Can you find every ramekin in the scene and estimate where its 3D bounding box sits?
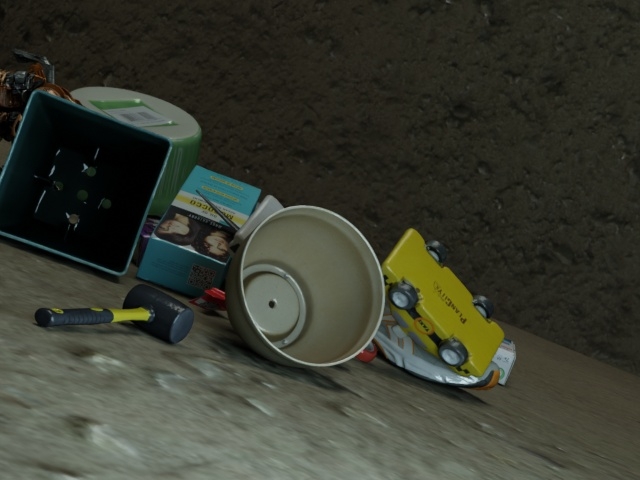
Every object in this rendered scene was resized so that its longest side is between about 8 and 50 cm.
[{"bbox_3d":[-0.374,-0.181,2.324,0.303,0.148,0.303,15,22,-6],"label":"ramekin"}]

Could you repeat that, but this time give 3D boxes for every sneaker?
[{"bbox_3d":[0.126,0.106,1.562,0.262,0.121,0.099,23,3,35],"label":"sneaker"}]

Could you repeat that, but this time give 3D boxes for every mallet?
[{"bbox_3d":[-0.171,0.068,1.034,0.062,0.039,0.190,24,8,16],"label":"mallet"}]

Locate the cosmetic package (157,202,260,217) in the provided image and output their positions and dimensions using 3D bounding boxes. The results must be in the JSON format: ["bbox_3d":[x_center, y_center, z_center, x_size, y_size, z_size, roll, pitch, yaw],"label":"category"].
[{"bbox_3d":[-0.268,-0.080,2.638,0.284,0.097,0.377,19,3,8],"label":"cosmetic package"}]

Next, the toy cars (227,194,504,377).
[{"bbox_3d":[0.048,0.068,1.413,0.394,0.176,0.087,12,-28,-36],"label":"toy cars"}]

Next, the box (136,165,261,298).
[{"bbox_3d":[-0.151,-0.013,1.550,0.100,0.060,0.244,21,25,-2],"label":"box"}]

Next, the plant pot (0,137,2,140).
[{"bbox_3d":[-0.587,-0.165,2.066,0.083,0.079,0.083,20,2,-1],"label":"plant pot"}]

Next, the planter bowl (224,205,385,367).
[{"bbox_3d":[-0.031,0.056,1.224,0.162,0.162,0.109,20,-23,-25],"label":"planter bowl"}]

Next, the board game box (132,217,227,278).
[{"bbox_3d":[-0.108,0.024,1.713,0.347,0.056,0.208,10,10,-21],"label":"board game box"}]

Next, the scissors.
[{"bbox_3d":[-0.043,0.043,1.494,0.297,0.021,0.109,47,22,23],"label":"scissors"}]

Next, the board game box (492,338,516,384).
[{"bbox_3d":[0.153,0.136,1.882,0.305,0.053,0.193,21,3,8],"label":"board game box"}]

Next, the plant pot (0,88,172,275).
[{"bbox_3d":[-0.288,-0.059,1.450,0.165,0.165,0.234,20,-5,-9],"label":"plant pot"}]

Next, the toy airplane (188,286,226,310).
[{"bbox_3d":[-0.078,0.086,1.394,0.151,0.028,0.151,21,4,-1],"label":"toy airplane"}]

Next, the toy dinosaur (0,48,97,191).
[{"bbox_3d":[-0.444,-0.175,1.870,0.322,0.218,0.164,22,2,31],"label":"toy dinosaur"}]
